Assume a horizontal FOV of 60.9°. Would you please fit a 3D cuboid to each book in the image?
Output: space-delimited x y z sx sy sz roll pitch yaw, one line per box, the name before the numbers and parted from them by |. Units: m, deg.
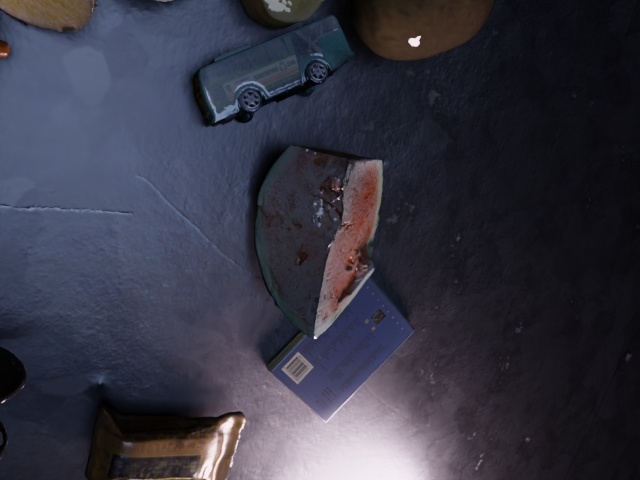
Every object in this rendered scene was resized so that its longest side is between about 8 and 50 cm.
book | 0.048 0.214 1.087 0.269 0.025 0.191 -45 118 -8

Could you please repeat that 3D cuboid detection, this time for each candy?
candy | -0.262 0.361 0.944 0.272 0.101 0.143 14 92 -33

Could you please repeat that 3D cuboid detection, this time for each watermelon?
watermelon | 0.000 0.000 0.920 0.224 0.180 0.305 7 103 -12

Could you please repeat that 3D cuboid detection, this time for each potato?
potato | -0.359 -0.377 0.684 0.202 0.182 0.117 15 61 7

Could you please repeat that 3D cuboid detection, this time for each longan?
longan | 0.163 -0.418 0.873 0.246 0.215 0.245 1 76 -2

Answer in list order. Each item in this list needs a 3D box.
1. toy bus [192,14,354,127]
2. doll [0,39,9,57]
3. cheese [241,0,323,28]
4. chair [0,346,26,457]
toy bus | -0.076 -0.266 0.868 0.262 0.091 0.109 -28 103 -17
doll | -0.472 -0.267 0.638 0.213 0.214 0.236 -62 154 1
cheese | -0.071 -0.551 0.780 0.384 0.104 0.383 -7 108 -24
chair | -0.563 0.349 0.730 0.227 0.226 0.400 14 98 -27
